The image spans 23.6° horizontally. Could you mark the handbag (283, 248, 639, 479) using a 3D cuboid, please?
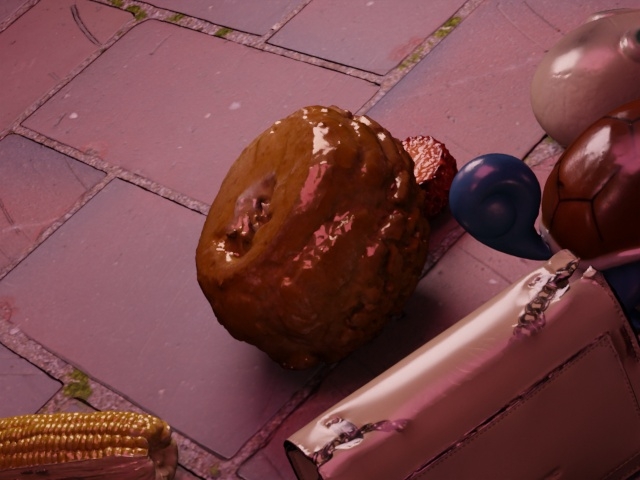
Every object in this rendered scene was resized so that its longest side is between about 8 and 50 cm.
[{"bbox_3d":[0.160,0.197,1.582,0.358,0.237,0.160,-34,38,-13],"label":"handbag"}]

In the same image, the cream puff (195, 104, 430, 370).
[{"bbox_3d":[0.000,0.000,1.918,0.327,0.231,0.343,-64,25,-3],"label":"cream puff"}]

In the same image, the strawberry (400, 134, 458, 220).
[{"bbox_3d":[0.123,-0.074,2.063,0.145,0.086,0.145,-17,36,13],"label":"strawberry"}]

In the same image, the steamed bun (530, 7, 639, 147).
[{"bbox_3d":[0.385,-0.229,2.047,0.228,0.131,0.177,-29,35,1],"label":"steamed bun"}]

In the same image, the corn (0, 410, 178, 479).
[{"bbox_3d":[-0.319,0.277,1.914,0.305,0.122,0.123,-5,70,31],"label":"corn"}]

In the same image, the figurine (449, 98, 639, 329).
[{"bbox_3d":[0.364,-0.062,1.794,0.416,0.243,0.298,-22,29,1],"label":"figurine"}]
